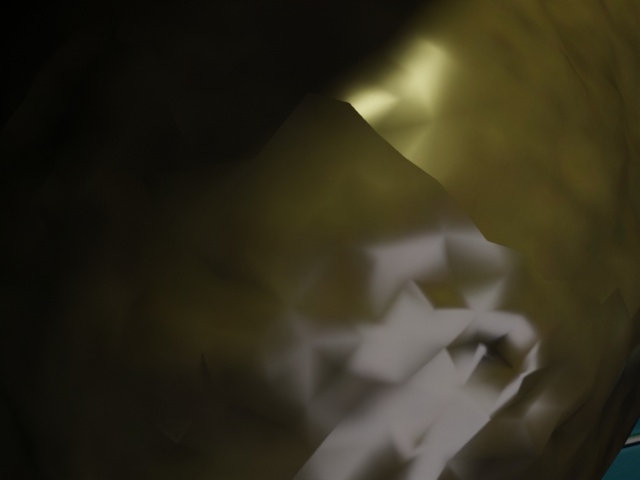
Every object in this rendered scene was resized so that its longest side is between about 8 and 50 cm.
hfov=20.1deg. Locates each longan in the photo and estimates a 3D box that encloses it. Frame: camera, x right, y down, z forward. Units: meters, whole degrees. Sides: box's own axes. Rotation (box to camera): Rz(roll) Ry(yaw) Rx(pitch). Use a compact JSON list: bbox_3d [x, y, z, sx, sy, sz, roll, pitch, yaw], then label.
[{"bbox_3d":[-0.008,0.005,0.922,0.436,0.404,0.404,-43,153,-56],"label":"longan"}]
